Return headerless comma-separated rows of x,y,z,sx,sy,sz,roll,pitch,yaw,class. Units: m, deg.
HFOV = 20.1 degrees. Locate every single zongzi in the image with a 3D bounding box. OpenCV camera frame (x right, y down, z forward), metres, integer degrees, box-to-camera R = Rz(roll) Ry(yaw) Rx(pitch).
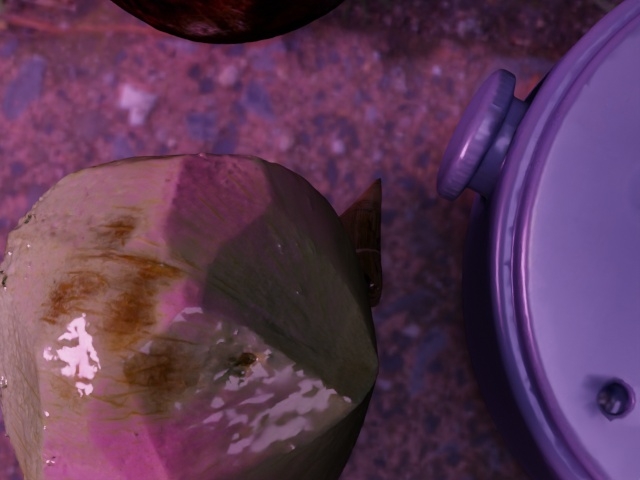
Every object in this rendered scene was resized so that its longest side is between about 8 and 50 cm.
0.000,0.000,1.105,0.076,0.040,0.083,0,72,2,zongzi

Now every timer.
0.249,0.012,1.051,0.395,0.173,0.394,0,86,-4,timer

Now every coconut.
-0.067,0.066,0.994,0.236,0.204,0.235,-18,49,22,coconut

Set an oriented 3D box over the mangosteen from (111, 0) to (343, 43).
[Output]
-0.034,-0.237,1.058,0.261,0.235,0.235,-17,84,-50,mangosteen
